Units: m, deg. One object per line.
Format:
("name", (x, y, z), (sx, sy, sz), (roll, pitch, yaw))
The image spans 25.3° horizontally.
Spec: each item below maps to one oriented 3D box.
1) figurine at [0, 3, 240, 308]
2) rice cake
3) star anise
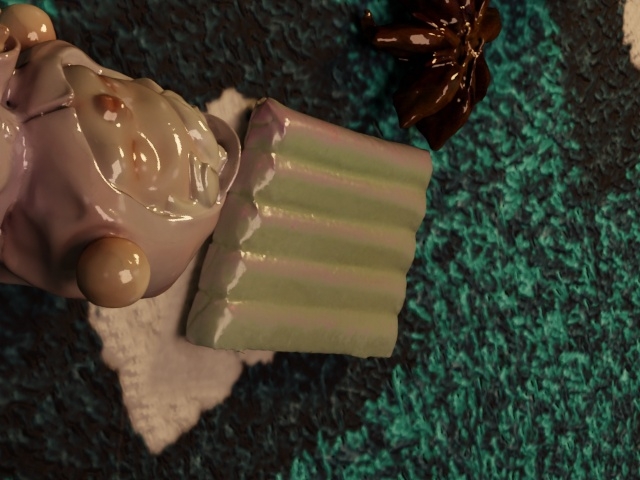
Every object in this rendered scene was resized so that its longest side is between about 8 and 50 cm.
("figurine", (-0.161, -0.038, 0.757), (0.276, 0.200, 0.133), (12, 134, -48))
("rice cake", (0.000, 0.000, 1.020), (0.198, 0.037, 0.189), (21, 83, -49))
("star anise", (0.095, -0.149, 1.080), (0.168, 0.057, 0.168), (-13, 108, -45))
